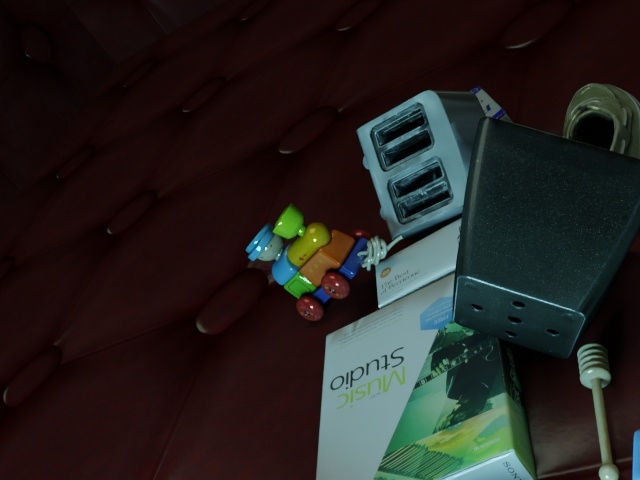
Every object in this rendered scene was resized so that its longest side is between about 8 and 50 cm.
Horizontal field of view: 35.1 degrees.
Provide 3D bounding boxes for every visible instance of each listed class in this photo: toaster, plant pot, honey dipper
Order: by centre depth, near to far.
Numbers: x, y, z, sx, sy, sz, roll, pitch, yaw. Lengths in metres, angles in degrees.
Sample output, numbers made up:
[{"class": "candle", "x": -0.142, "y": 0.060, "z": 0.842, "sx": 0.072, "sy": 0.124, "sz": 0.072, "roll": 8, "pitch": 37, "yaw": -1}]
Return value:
[{"class": "honey dipper", "x": 0.265, "y": 0.164, "z": 0.961, "sx": 0.030, "sy": 0.030, "sz": 0.161, "roll": -25, "pitch": 31, "yaw": 27}, {"class": "plant pot", "x": 0.224, "y": 0.011, "z": 1.041, "sx": 0.187, "sy": 0.188, "sz": 0.167, "roll": 17, "pitch": 65, "yaw": 12}, {"class": "toaster", "x": 0.154, "y": -0.101, "z": 1.351, "sx": 0.185, "sy": 0.168, "sz": 0.110, "roll": -25, "pitch": -12, "yaw": 39}]

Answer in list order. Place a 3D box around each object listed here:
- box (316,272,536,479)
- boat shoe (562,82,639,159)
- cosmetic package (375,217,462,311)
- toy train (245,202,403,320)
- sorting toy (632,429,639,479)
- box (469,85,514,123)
[{"class": "box", "x": 0.106, "y": 0.175, "z": 1.115, "sx": 0.232, "sy": 0.058, "sz": 0.322, "roll": -28, "pitch": 29, "yaw": 20}, {"class": "boat shoe", "x": 0.351, "y": -0.129, "z": 1.249, "sx": 0.109, "sy": 0.094, "sz": 0.302, "roll": -28, "pitch": 28, "yaw": 21}, {"class": "cosmetic package", "x": 0.183, "y": 0.019, "z": 1.266, "sx": 0.239, "sy": 0.060, "sz": 0.099, "roll": -30, "pitch": 26, "yaw": 17}, {"class": "toy train", "x": 0.000, "y": 0.000, "z": 1.360, "sx": 0.105, "sy": 0.143, "sz": 0.248, "roll": -58, "pitch": 7, "yaw": -34}, {"class": "sorting toy", "x": 0.393, "y": 0.145, "z": 0.719, "sx": 0.347, "sy": 0.047, "sz": 0.196, "roll": 3, "pitch": 49, "yaw": 38}, {"class": "box", "x": 0.218, "y": -0.148, "z": 1.483, "sx": 0.126, "sy": 0.072, "sz": 0.137, "roll": -36, "pitch": 26, "yaw": 7}]
